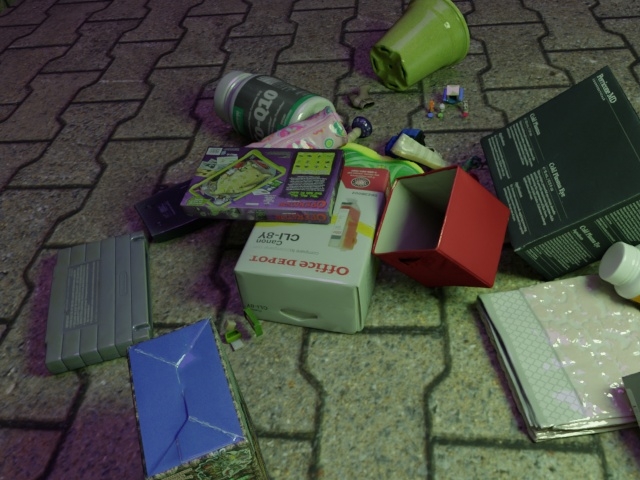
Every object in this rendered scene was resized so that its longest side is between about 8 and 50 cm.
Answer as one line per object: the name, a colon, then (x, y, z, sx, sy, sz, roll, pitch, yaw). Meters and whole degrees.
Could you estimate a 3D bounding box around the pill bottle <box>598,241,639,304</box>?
pill bottle: (0.678, 0.082, 1.094, 0.214, 0.117, 0.117, 24, 48, 0)

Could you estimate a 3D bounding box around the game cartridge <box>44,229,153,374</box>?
game cartridge: (-0.513, 0.132, 1.284, 0.230, 0.068, 0.355, -17, 45, -4)

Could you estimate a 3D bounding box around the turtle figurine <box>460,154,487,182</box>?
turtle figurine: (0.353, -0.116, 1.390, 0.234, 0.118, 0.176, -7, 85, -15)

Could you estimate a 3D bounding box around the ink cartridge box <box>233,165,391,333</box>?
ink cartridge box: (0.000, 0.000, 1.277, 0.279, 0.161, 0.385, 6, 46, 14)

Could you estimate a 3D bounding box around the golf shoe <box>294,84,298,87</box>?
golf shoe: (-0.150, -0.477, 1.840, 0.176, 0.086, 0.069, -14, 46, -5)

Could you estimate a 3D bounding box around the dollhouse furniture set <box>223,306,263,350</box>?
dollhouse furniture set: (-0.202, 0.204, 1.156, 0.151, 0.076, 0.058, -24, 46, -18)

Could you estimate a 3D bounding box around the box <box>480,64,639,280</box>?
box: (0.562, -0.140, 1.201, 0.312, 0.179, 0.344, -30, 46, 33)

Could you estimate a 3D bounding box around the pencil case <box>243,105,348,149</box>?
pencil case: (-0.071, -0.244, 1.444, 0.284, 0.124, 0.124, -27, 47, -8)

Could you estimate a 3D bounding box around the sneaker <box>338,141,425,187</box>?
sneaker: (0.166, -0.168, 1.491, 0.295, 0.109, 0.124, 21, 79, 20)

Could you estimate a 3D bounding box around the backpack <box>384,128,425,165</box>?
backpack: (0.244, -0.266, 1.565, 0.101, 0.098, 0.120, 15, 49, 27)

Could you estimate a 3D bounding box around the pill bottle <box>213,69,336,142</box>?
pill bottle: (-0.144, -0.382, 1.657, 0.361, 0.204, 0.204, 30, 55, 32)

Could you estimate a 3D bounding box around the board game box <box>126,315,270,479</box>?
board game box: (-0.183, 0.314, 0.884, 0.141, 0.291, 0.232, -19, 45, -11)

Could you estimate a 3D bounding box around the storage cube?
storage cube: (0.256, -0.017, 1.163, 0.183, 0.193, 0.215, -6, 60, 52)

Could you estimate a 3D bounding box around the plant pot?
plant pot: (0.314, -0.651, 1.860, 0.254, 0.276, 0.276, -41, 52, -15)

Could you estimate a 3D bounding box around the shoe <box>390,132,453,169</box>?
shoe: (0.284, -0.230, 1.473, 0.218, 0.058, 0.076, 13, 12, -35)

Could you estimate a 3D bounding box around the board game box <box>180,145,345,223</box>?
board game box: (-0.129, -0.134, 1.276, 0.346, 0.056, 0.208, 4, 46, 13)

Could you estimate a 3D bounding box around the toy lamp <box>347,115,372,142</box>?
toy lamp: (0.053, -0.269, 1.607, 0.080, 0.080, 0.275, 21, 50, 26)

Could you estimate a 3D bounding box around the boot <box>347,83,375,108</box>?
boot: (0.150, -0.478, 1.840, 0.118, 0.042, 0.087, -34, 56, -24)

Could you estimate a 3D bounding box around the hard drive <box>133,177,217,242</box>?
hard drive: (-0.359, -0.092, 1.494, 0.254, 0.054, 0.172, -27, 48, -19)

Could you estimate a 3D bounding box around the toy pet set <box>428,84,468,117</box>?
toy pet set: (0.413, -0.436, 1.762, 0.122, 0.065, 0.114, 4, 80, 15)

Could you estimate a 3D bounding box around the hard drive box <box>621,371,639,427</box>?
hard drive box: (0.658, 0.286, 0.905, 0.232, 0.089, 0.181, -9, 70, -3)

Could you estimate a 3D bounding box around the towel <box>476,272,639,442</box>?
towel: (0.506, 0.209, 1.078, 0.316, 0.053, 0.332, -9, 45, -2)
